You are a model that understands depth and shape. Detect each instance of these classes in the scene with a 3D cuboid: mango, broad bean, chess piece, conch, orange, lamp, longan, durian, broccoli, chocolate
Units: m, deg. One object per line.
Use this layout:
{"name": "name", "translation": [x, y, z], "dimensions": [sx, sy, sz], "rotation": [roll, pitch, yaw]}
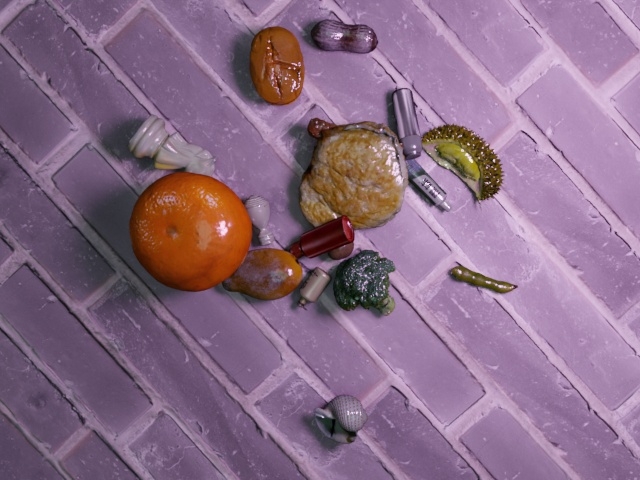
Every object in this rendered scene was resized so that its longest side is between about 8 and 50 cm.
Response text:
{"name": "mango", "translation": [-0.220, 0.126, 1.788], "dimensions": [0.315, 0.146, 0.193], "rotation": [-6, 92, 16]}
{"name": "broad bean", "translation": [0.606, 0.149, 1.803], "dimensions": [0.256, 0.053, 0.052], "rotation": [17, 56, 0]}
{"name": "chess piece", "translation": [-0.536, -0.311, 1.777], "dimensions": [0.298, 0.176, 0.176], "rotation": [34, 94, -13]}
{"name": "conch", "translation": [0.084, 0.653, 1.812], "dimensions": [0.199, 0.131, 0.173], "rotation": [13, 123, 28]}
{"name": "orange", "translation": [-0.445, -0.033, 1.689], "dimensions": [0.423, 0.326, 0.425], "rotation": [1, 94, 16]}
{"name": "lamp", "translation": [-0.224, -0.076, 1.793], "dimensions": [0.106, 0.106, 0.193], "rotation": [-17, 100, 3]}
{"name": "longan", "translation": [0.073, 0.025, 1.789], "dimensions": [0.092, 0.113, 0.113], "rotation": [45, 94, 5]}
{"name": "durian", "translation": [0.535, -0.299, 1.767], "dimensions": [0.352, 0.158, 0.169], "rotation": [43, 128, -1]}
{"name": "broccoli", "translation": [0.180, 0.174, 1.744], "dimensions": [0.254, 0.269, 0.269], "rotation": [-41, 91, 9]}
{"name": "chocolate", "translation": [0.086, -0.731, 1.740], "dimensions": [0.247, 0.110, 0.110], "rotation": [5, 94, 4]}

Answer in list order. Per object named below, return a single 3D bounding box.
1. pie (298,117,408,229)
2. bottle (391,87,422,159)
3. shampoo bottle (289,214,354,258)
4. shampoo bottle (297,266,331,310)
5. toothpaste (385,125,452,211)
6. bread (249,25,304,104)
{"name": "pie", "translation": [0.119, -0.218, 1.740], "dimensions": [0.394, 0.180, 0.419], "rotation": [7, 105, 12]}
{"name": "bottle", "translation": [0.315, -0.419, 1.747], "dimensions": [0.079, 0.096, 0.254], "rotation": [-13, 79, 24]}
{"name": "shampoo bottle", "translation": [0.000, 0.000, 1.743], "dimensions": [0.260, 0.064, 0.102], "rotation": [-24, 78, 35]}
{"name": "shampoo bottle", "translation": [-0.032, 0.182, 1.810], "dimensions": [0.079, 0.079, 0.162], "rotation": [37, 94, -1]}
{"name": "toothpaste", "translation": [0.344, -0.253, 1.781], "dimensions": [0.098, 0.061, 0.392], "rotation": [-44, 89, -1]}
{"name": "bread", "translation": [-0.153, -0.620, 1.737], "dimensions": [0.195, 0.142, 0.270], "rotation": [-5, 91, 2]}
